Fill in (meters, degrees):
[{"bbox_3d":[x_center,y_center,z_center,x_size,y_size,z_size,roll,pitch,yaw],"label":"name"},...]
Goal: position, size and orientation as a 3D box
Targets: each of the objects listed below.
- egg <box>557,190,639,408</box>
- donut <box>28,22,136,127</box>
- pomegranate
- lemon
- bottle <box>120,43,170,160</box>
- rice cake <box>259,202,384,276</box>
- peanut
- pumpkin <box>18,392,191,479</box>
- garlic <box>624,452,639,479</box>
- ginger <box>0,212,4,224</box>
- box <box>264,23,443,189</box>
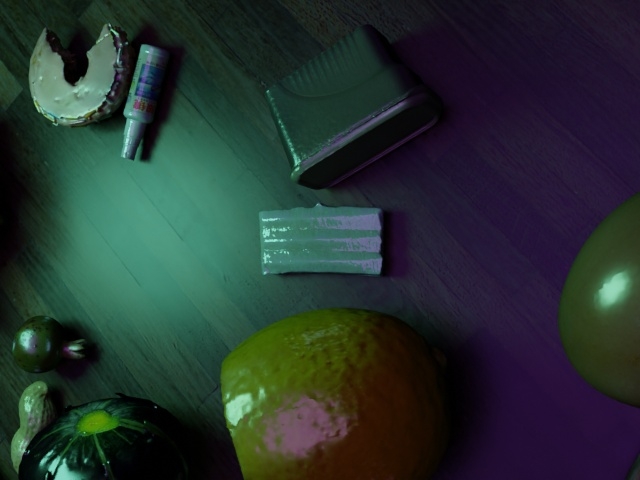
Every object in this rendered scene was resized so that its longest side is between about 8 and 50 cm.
[{"bbox_3d":[0.494,0.069,1.256,0.373,0.301,0.301,-32,74,20],"label":"egg"},{"bbox_3d":[-0.458,-0.314,1.819,0.232,0.085,0.199,4,87,24],"label":"donut"},{"bbox_3d":[-0.517,0.203,1.800,0.142,0.114,0.115,9,90,0],"label":"pomegranate"},{"bbox_3d":[0.040,0.262,1.431,0.364,0.364,0.365,-2,85,24],"label":"lemon"},{"bbox_3d":[-0.339,-0.259,1.778,0.060,0.060,0.217,18,94,24],"label":"bottle"},{"bbox_3d":[0.000,0.000,1.619,0.237,0.043,0.127,-2,84,23],"label":"rice cake"},{"bbox_3d":[-0.553,0.366,1.818,0.082,0.082,0.187,9,90,24],"label":"peanut"},{"bbox_3d":[-0.372,0.426,1.639,0.295,0.296,0.296,-2,85,24],"label":"pumpkin"},{"bbox_3d":[0.493,0.378,1.339,0.143,0.112,0.318,23,89,1],"label":"garlic"},{"bbox_3d":[-0.778,-0.049,1.905,0.358,0.211,0.414,4,78,37],"label":"ginger"},{"bbox_3d":[0.047,-0.227,1.569,0.274,0.138,0.178,-31,70,18],"label":"box"}]
